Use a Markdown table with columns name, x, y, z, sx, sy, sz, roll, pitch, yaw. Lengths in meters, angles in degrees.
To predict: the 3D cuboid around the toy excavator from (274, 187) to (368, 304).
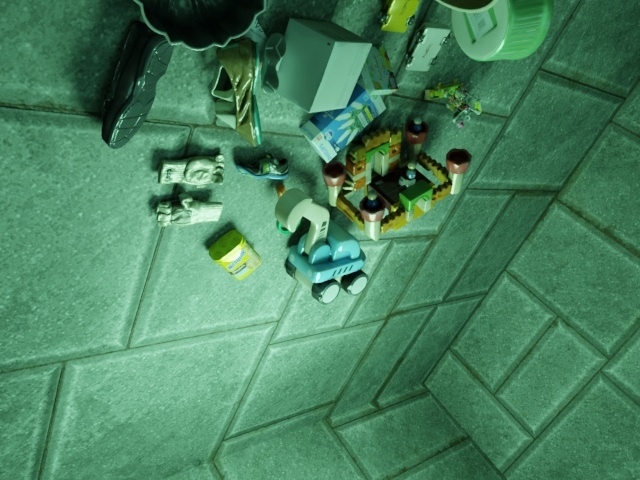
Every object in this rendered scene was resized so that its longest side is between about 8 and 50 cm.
| name | x | y | z | sx | sy | sz | roll | pitch | yaw |
| --- | --- | --- | --- | --- | --- | --- | --- | --- | --- |
| toy excavator | 0.000 | 0.000 | 1.934 | 0.433 | 0.222 | 0.445 | -13 | 129 | -38 |

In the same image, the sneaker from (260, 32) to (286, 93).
| name | x | y | z | sx | sy | sz | roll | pitch | yaw |
| --- | --- | --- | --- | --- | --- | --- | --- | --- | --- |
| sneaker | -0.128 | -0.447 | 1.351 | 0.053 | 0.061 | 0.152 | 10 | 98 | -26 |

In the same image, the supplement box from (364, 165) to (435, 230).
| name | x | y | z | sx | sy | sz | roll | pitch | yaw |
| --- | --- | --- | --- | --- | --- | --- | --- | --- | --- |
| supplement box | 0.297 | -0.178 | 2.029 | 0.191 | 0.194 | 0.129 | -30 | 143 | -16 |

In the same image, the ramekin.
| name | x | y | z | sx | sy | sz | roll | pitch | yaw |
| --- | --- | --- | --- | --- | --- | --- | --- | --- | --- |
| ramekin | 0.536 | -0.695 | 1.627 | 0.148 | 0.303 | 0.303 | -18 | 139 | -20 |

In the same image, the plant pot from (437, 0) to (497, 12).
| name | x | y | z | sx | sy | sz | roll | pitch | yaw |
| --- | --- | --- | --- | --- | --- | --- | --- | --- | --- |
| plant pot | 0.410 | -0.828 | 1.373 | 0.305 | 0.334 | 0.334 | -52 | 146 | -4 |

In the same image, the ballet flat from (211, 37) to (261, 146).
| name | x | y | z | sx | sy | sz | roll | pitch | yaw |
| --- | --- | --- | --- | --- | --- | --- | --- | --- | --- |
| ballet flat | -0.217 | -0.373 | 1.387 | 0.124 | 0.116 | 0.342 | -3 | 153 | -6 |

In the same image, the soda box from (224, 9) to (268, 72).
| name | x | y | z | sx | sy | sz | roll | pitch | yaw |
| --- | --- | --- | --- | --- | --- | --- | --- | --- | --- |
| soda box | -0.175 | -0.509 | 1.337 | 0.063 | 0.058 | 0.183 | -40 | 146 | -2 |

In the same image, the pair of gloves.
| name | x | y | z | sx | sy | sz | roll | pitch | yaw |
| --- | --- | --- | --- | --- | --- | --- | --- | --- | --- |
| pair of gloves | -0.377 | -0.141 | 1.551 | 0.204 | 0.042 | 0.240 | -11 | 133 | -32 |

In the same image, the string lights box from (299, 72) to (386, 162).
| name | x | y | z | sx | sy | sz | roll | pitch | yaw |
| --- | --- | --- | --- | --- | --- | --- | --- | --- | --- |
| string lights box | 0.072 | -0.385 | 1.692 | 0.259 | 0.077 | 0.133 | -43 | 146 | 1 |

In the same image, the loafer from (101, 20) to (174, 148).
| name | x | y | z | sx | sy | sz | roll | pitch | yaw |
| --- | --- | --- | --- | --- | --- | --- | --- | --- | --- |
| loafer | -0.441 | -0.357 | 1.237 | 0.302 | 0.095 | 0.109 | -54 | 174 | 24 |

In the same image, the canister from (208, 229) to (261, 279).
| name | x | y | z | sx | sy | sz | roll | pitch | yaw |
| --- | --- | --- | --- | --- | --- | --- | --- | --- | --- |
| canister | -0.285 | 0.053 | 1.820 | 0.126 | 0.073 | 0.170 | -39 | 147 | -3 |

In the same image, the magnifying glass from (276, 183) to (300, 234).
| name | x | y | z | sx | sy | sz | roll | pitch | yaw |
| --- | --- | --- | --- | --- | --- | --- | --- | --- | --- |
| magnifying glass | -0.120 | -0.106 | 1.855 | 0.092 | 0.026 | 0.231 | -30 | 146 | -16 |

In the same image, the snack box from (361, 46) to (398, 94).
| name | x | y | z | sx | sy | sz | roll | pitch | yaw |
| --- | --- | --- | --- | --- | --- | --- | --- | --- | --- |
| snack box | 0.169 | -0.509 | 1.606 | 0.100 | 0.141 | 0.037 | -14 | 173 | -34 |

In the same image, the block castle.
| name | x | y | z | sx | sy | sz | roll | pitch | yaw |
| --- | --- | --- | --- | --- | --- | --- | --- | --- | --- |
| block castle | 0.257 | -0.234 | 1.838 | 0.453 | 0.303 | 0.213 | -29 | 142 | -20 |

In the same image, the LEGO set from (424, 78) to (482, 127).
| name | x | y | z | sx | sy | sz | roll | pitch | yaw |
| --- | --- | --- | --- | --- | --- | --- | --- | --- | --- |
| LEGO set | 0.502 | -0.507 | 1.952 | 0.287 | 0.107 | 0.132 | 16 | 116 | -51 |

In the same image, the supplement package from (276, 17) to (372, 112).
| name | x | y | z | sx | sy | sz | roll | pitch | yaw |
| --- | --- | --- | --- | --- | --- | --- | --- | --- | --- |
| supplement package | 0.000 | -0.466 | 1.426 | 0.203 | 0.149 | 0.194 | -27 | 147 | -54 |

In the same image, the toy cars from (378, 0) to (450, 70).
| name | x | y | z | sx | sy | sz | roll | pitch | yaw |
| --- | --- | --- | --- | --- | --- | --- | --- | --- | --- |
| toy cars | 0.278 | -0.653 | 1.592 | 0.176 | 0.087 | 0.393 | -16 | 156 | 24 |

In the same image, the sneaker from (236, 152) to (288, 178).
| name | x | y | z | sx | sy | sz | roll | pitch | yaw |
| --- | --- | --- | --- | --- | --- | --- | --- | --- | --- |
| sneaker | -0.178 | -0.230 | 1.642 | 0.188 | 0.067 | 0.078 | -4 | 109 | -39 |

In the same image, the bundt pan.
| name | x | y | z | sx | sy | sz | roll | pitch | yaw |
| --- | --- | --- | --- | --- | --- | --- | --- | --- | --- |
| bundt pan | -0.261 | -0.582 | 1.118 | 0.330 | 0.124 | 0.331 | -26 | 143 | -22 |
